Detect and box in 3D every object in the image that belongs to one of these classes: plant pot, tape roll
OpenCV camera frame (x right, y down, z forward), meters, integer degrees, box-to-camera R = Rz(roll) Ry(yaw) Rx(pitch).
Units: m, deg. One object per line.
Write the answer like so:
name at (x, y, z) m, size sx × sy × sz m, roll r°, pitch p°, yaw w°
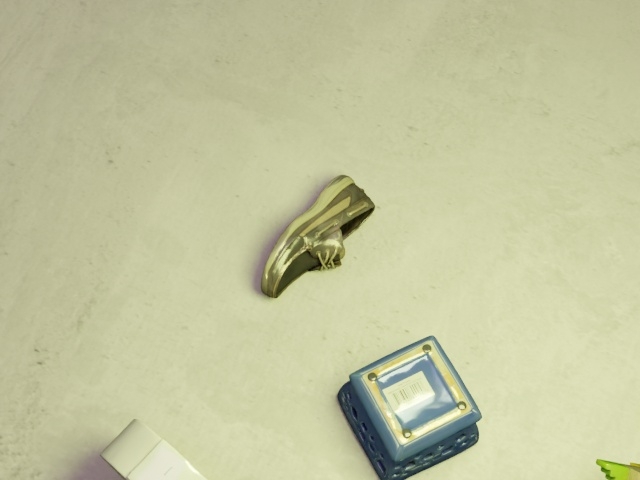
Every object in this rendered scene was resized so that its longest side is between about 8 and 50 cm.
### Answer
plant pot at (0.187, 0.343, 1.893) m, size 0.236 × 0.212 × 0.235 m, roll -24°, pitch 67°, yaw -11°
tape roll at (-0.298, 0.480, 1.791) m, size 0.286 × 0.286 × 0.100 m, roll 38°, pitch 70°, yaw 17°

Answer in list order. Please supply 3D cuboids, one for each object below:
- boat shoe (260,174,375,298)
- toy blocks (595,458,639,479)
boat shoe at (0.000, 0.000, 2.111) m, size 0.130 × 0.132 × 0.355 m, roll 33°, pitch 70°, yaw 16°
toy blocks at (0.709, 0.596, 1.774) m, size 0.382 × 0.191 × 0.260 m, roll 12°, pitch 87°, yaw -7°
